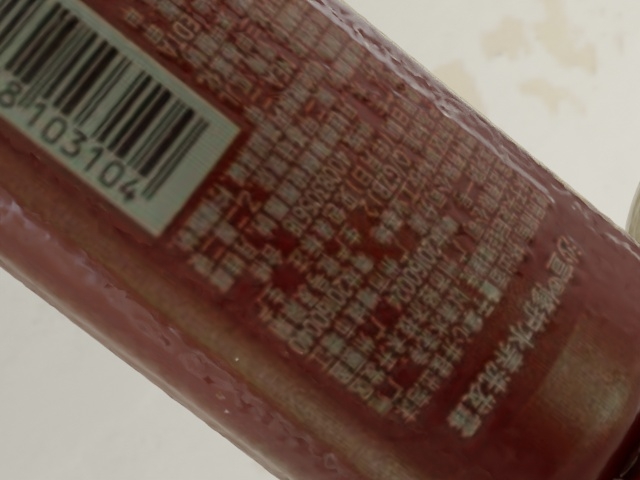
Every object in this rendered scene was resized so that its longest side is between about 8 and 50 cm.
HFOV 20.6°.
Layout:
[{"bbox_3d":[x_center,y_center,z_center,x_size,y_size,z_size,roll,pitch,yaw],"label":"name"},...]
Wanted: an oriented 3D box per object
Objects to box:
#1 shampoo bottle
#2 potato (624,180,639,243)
[{"bbox_3d":[-0.001,0.000,0.470,0.314,0.076,0.118,38,-119,-9],"label":"shampoo bottle"},{"bbox_3d":[0.194,0.019,0.699,0.203,0.158,0.178,36,-100,-39],"label":"potato"}]
